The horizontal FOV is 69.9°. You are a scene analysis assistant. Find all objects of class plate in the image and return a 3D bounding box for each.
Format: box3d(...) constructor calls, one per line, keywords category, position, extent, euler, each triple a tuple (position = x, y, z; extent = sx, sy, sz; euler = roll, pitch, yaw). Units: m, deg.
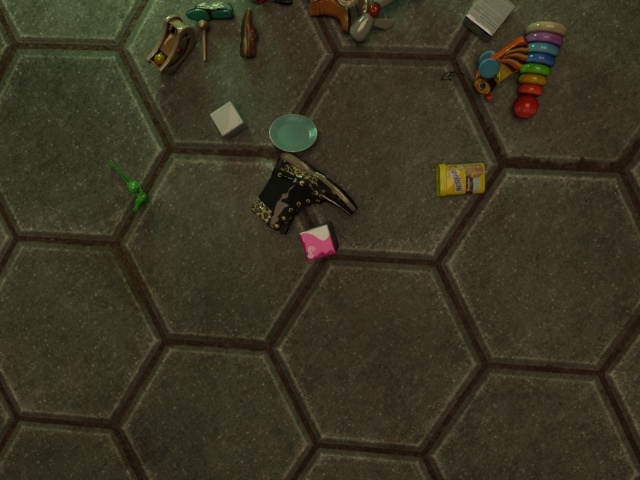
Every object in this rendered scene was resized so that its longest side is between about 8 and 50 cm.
box3d(category="plate", position=(-0.106, -0.416, 1.793), extent=(0.188, 0.024, 0.188), euler=(1, 63, -3))

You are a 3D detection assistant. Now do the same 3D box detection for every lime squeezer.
box3d(category="lime squeezer", position=(-0.769, -0.201, 1.861), extent=(0.059, 0.110, 0.310), euler=(-50, 58, 22))

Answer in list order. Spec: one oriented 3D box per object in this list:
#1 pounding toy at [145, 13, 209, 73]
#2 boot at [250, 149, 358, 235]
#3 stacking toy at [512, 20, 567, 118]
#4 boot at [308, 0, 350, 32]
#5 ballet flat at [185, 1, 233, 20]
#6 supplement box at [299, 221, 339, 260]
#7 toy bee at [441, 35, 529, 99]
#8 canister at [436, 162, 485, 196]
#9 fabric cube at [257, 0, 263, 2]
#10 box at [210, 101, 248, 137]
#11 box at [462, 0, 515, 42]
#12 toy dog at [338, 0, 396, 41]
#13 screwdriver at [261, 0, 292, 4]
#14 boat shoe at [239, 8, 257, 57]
box3d(category="pounding toy", position=(-0.533, -0.750, 1.767), extent=(0.155, 0.154, 0.269), euler=(41, 97, 1))
box3d(category="boot", position=(-0.072, -0.142, 1.778), extent=(0.377, 0.138, 0.284), euler=(38, 96, 9))
box3d(category="stacking toy", position=(0.797, -0.618, 1.694), extent=(0.141, 0.141, 0.330), euler=(10, 101, 4))
box3d(category="boot", position=(0.033, -0.883, 1.762), extent=(0.152, 0.073, 0.197), euler=(-9, 95, 13))
box3d(category="ballet flat", position=(-0.434, -0.904, 1.801), extent=(0.188, 0.070, 0.070), euler=(1, 95, 3))
box3d(category="supplement box", position=(0.000, 0.000, 1.750), extent=(0.113, 0.220, 0.111), euler=(-16, 93, 5))
box3d(category="toy bee", position=(0.635, -0.618, 1.702), extent=(0.162, 0.298, 0.195), euler=(51, 60, -27))
box3d(category="canister", position=(0.540, -0.236, 1.765), extent=(0.169, 0.073, 0.126), euler=(-3, 95, 3))
box3d(category="fabric cube", position=(-0.221, -1.069, 1.635), extent=(0.254, 0.259, 0.258), euler=(-20, 90, 23))
box3d(category="box", position=(-0.360, -0.472, 1.808), extent=(0.101, 0.087, 0.102), euler=(-31, 92, 6))
box3d(category="box", position=(0.625, -0.843, 1.710), extent=(0.126, 0.072, 0.137), euler=(38, 96, 0))
box3d(category="toy dog", position=(0.228, -0.905, 1.709), extent=(0.333, 0.161, 0.220), euler=(-29, 107, 10))
box3d(category="screwdriver", position=(-0.193, -0.941, 1.796), extent=(0.169, 0.024, 0.025), euler=(10, 66, 10))
box3d(category="boat shoe", position=(-0.279, -0.807, 1.795), extent=(0.060, 0.064, 0.178), euler=(1, 97, -26))
